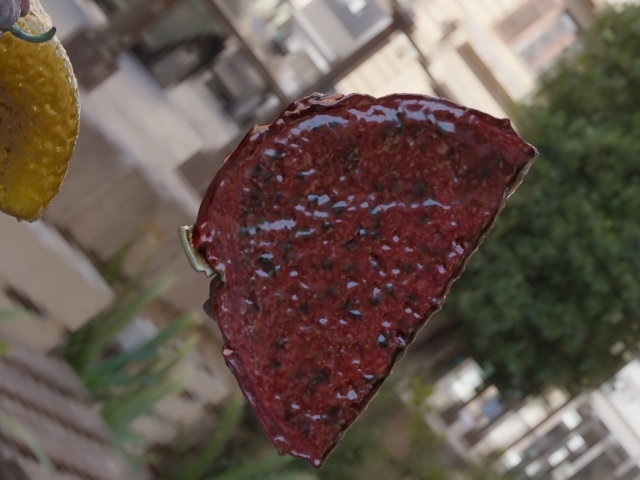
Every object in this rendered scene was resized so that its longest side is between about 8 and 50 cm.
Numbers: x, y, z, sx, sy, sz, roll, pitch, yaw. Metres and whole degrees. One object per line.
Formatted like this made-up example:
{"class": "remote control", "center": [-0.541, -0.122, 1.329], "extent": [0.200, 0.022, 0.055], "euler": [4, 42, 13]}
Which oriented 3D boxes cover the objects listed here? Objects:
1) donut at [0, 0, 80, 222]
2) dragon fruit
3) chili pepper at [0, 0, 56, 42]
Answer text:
{"class": "donut", "center": [-0.245, -0.118, 1.301], "extent": [0.259, 0.152, 0.101], "euler": [24, 15, -48]}
{"class": "dragon fruit", "center": [0.000, 0.000, 1.579], "extent": [0.205, 0.317, 0.152], "euler": [37, -5, -5]}
{"class": "chili pepper", "center": [-0.229, -0.170, 1.209], "extent": [0.153, 0.050, 0.041], "euler": [45, -13, -7]}
